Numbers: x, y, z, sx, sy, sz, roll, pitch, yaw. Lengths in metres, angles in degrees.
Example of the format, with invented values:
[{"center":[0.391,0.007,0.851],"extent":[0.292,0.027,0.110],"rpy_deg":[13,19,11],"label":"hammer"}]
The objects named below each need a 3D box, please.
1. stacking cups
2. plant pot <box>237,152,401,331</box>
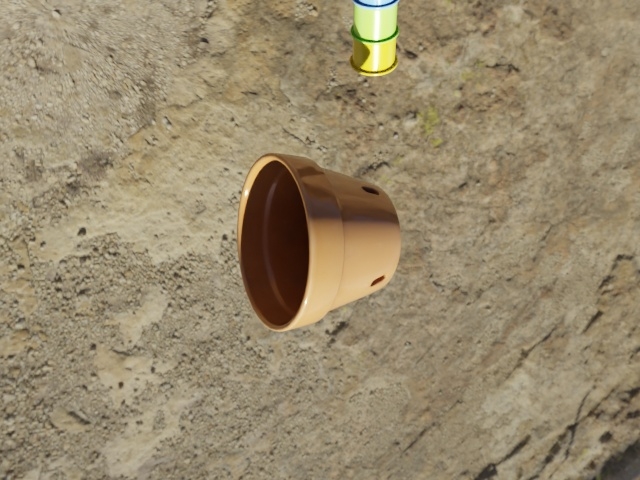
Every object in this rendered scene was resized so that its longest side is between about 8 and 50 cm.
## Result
[{"center":[0.098,-0.435,0.844],"extent":[0.096,0.096,0.316],"rpy_deg":[-26,148,-16],"label":"stacking cups"},{"center":[0.000,0.000,0.873],"extent":[0.203,0.291,0.291],"rpy_deg":[-2,113,-31],"label":"plant pot"}]
